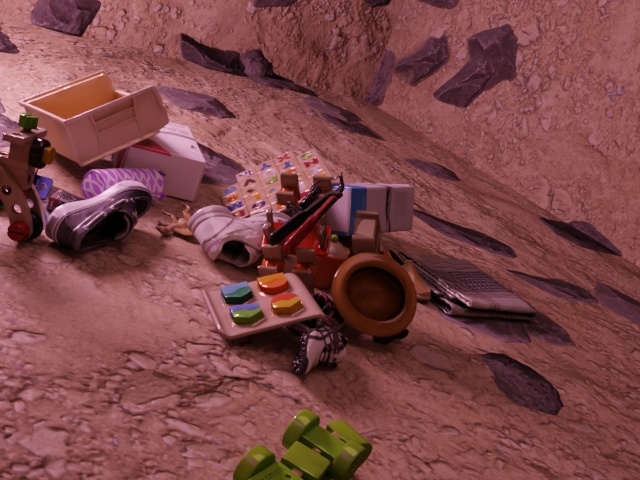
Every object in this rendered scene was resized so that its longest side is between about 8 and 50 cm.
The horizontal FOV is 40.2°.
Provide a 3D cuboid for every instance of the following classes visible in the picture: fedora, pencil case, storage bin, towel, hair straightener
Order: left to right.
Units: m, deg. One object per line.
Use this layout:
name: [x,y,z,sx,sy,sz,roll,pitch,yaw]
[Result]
storage bin: [-0.551,-0.309,2.144,0.260,0.123,0.262,-30,34,-30]
pencil case: [-0.457,-0.124,2.042,0.206,0.086,0.088,-8,58,-53]
hair straightener: [-0.034,-0.072,1.868,0.089,0.230,0.047,32,-22,25]
fedora: [0.106,0.120,1.847,0.194,0.194,0.079,16,-23,-15]
towel: [0.373,0.112,2.328,0.324,0.056,0.312,6,24,-36]

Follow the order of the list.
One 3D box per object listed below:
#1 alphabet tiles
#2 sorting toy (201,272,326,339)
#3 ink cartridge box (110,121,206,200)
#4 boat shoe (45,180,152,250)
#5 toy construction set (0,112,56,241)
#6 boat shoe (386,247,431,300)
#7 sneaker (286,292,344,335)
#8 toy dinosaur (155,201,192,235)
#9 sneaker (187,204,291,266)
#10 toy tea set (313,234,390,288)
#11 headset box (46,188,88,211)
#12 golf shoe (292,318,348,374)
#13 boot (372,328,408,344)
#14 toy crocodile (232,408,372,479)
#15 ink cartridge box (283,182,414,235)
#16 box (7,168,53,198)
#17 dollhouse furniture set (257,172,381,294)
alphabet tiles: [-0.120,-0.144,2.271,0.285,0.011,0.342,-24,27,-2]
sorting toy: [-0.114,0.118,1.702,0.208,0.038,0.193,-9,25,-16]
ink cartridge box: [-0.432,-0.227,2.284,0.207,0.117,0.283,12,22,-24]
boat shoe: [-0.430,-0.045,1.816,0.102,0.108,0.301,28,22,17]
toy construction set: [-0.646,-0.141,1.637,0.257,0.237,0.309,30,21,23]
boat shoe: [0.215,0.082,2.210,0.068,0.072,0.190,3,27,-44]
sneaker: [0.006,0.145,1.809,0.072,0.077,0.178,30,20,22]
toy dinosaur: [-0.309,-0.042,2.020,0.183,0.053,0.092,-15,44,-34]
sneaker: [-0.158,0.009,2.005,0.305,0.114,0.152,3,44,-42]
toy tea set: [0.079,0.037,2.104,0.200,0.124,0.336,23,19,5]
headset box: [-0.546,-0.078,1.888,0.083,0.032,0.062,22,19,-3]
golf shoe: [0.005,0.204,1.649,0.094,0.077,0.198,23,20,4]
boot: [0.119,0.181,1.900,0.106,0.037,0.114,2,24,-43]
toy crocodile: [-0.033,0.336,1.236,0.115,0.105,0.340,30,25,21]
ink cartridge box: [0.078,-0.089,2.339,0.223,0.129,0.307,6,7,37]
box: [-0.708,-0.159,1.934,0.225,0.036,0.136,17,19,-16]
dollhouse furniture set: [0.000,0.000,1.931,0.259,0.135,0.262,5,55,8]
